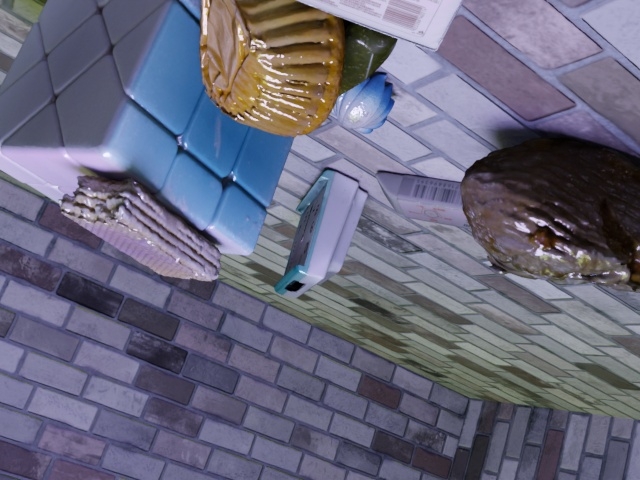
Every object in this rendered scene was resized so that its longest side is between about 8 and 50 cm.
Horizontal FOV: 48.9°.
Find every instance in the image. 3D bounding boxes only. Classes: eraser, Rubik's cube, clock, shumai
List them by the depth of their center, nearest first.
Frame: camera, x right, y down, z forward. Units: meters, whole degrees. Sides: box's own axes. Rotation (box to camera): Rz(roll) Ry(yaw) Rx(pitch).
[{"bbox_3d":[-0.254,-0.188,1.063,0.318,0.322,0.316,6,156,35],"label":"Rubik's cube"},{"bbox_3d":[0.352,0.011,1.076,0.346,0.217,0.283,21,147,0],"label":"shumai"},{"bbox_3d":[0.265,-0.063,1.305,0.352,0.061,0.089,12,160,23],"label":"eraser"},{"bbox_3d":[0.000,0.000,1.505,0.116,0.231,0.262,18,163,-8],"label":"clock"}]

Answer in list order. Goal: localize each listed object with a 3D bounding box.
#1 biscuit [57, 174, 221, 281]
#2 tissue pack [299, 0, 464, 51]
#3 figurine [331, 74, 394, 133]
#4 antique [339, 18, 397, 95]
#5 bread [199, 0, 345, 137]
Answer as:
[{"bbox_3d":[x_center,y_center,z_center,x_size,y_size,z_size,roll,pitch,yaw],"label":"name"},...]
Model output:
[{"bbox_3d":[-0.227,-0.011,0.935,0.108,0.062,0.239,8,160,26],"label":"biscuit"},{"bbox_3d":[0.050,-0.310,0.685,0.225,0.124,0.185,20,162,-2],"label":"tissue pack"},{"bbox_3d":[0.064,-0.216,1.065,0.114,0.079,0.114,5,125,7],"label":"figurine"},{"bbox_3d":[0.023,-0.254,0.956,0.080,0.081,0.221,27,162,-25],"label":"antique"},{"bbox_3d":[-0.064,-0.237,0.863,0.139,0.240,0.240,-22,-178,-27],"label":"bread"}]
